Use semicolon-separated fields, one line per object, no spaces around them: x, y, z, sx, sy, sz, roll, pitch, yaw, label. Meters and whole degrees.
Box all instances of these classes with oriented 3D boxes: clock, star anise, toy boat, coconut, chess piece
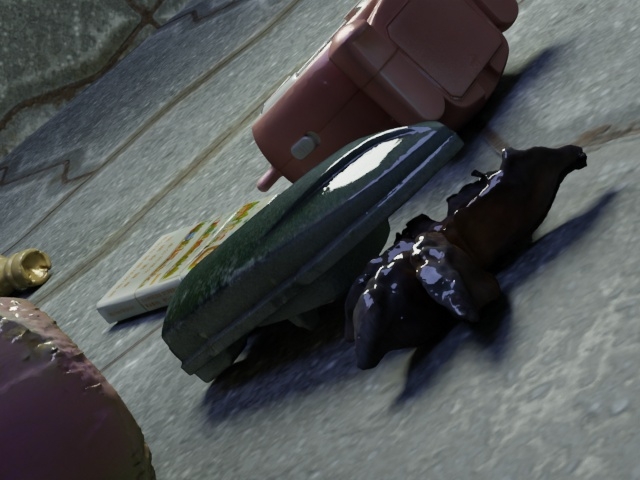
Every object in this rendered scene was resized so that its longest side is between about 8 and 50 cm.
0.047;-0.132;1.560;0.241;0.142;0.227;-37;11;45;clock
0.078;0.012;1.168;0.172;0.063;0.208;-27;18;50;star anise
0.000;0.000;1.291;0.319;0.092;0.141;-38;10;42;toy boat
-0.258;0.175;1.181;0.245;0.233;0.233;-39;14;-19;coconut
-0.394;0.041;2.189;0.122;0.066;0.066;-15;27;45;chess piece

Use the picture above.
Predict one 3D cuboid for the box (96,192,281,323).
-0.127;0.020;1.677;0.220;0.032;0.122;-17;25;53;box
